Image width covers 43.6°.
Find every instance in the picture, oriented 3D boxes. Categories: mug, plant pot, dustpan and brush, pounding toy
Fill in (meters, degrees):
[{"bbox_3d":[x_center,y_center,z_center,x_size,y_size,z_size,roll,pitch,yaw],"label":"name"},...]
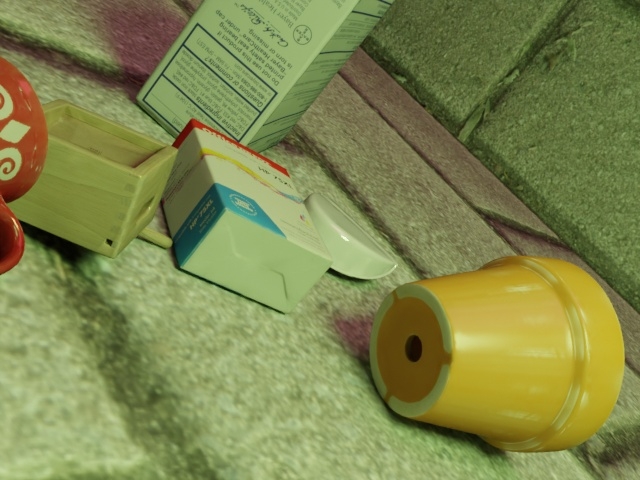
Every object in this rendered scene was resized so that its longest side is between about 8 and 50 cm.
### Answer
[{"bbox_3d":[-0.254,-0.049,0.494,0.150,0.113,0.169,39,22,5],"label":"mug"},{"bbox_3d":[0.161,0.111,0.807,0.188,0.205,0.205,7,34,-33],"label":"plant pot"},{"bbox_3d":[0.000,0.000,0.966,0.147,0.060,0.211,44,12,17],"label":"dustpan and brush"},{"bbox_3d":[-0.184,-0.041,0.660,0.130,0.100,0.141,23,17,-3],"label":"pounding toy"}]

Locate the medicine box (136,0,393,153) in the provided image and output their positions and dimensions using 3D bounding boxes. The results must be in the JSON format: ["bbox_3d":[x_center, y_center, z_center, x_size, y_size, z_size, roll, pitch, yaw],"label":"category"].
[{"bbox_3d":[-0.061,-0.257,1.053,0.149,0.289,0.263,42,18,0],"label":"medicine box"}]

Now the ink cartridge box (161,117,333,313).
[{"bbox_3d":[-0.090,-0.041,0.833,0.134,0.078,0.231,27,22,-34],"label":"ink cartridge box"}]
